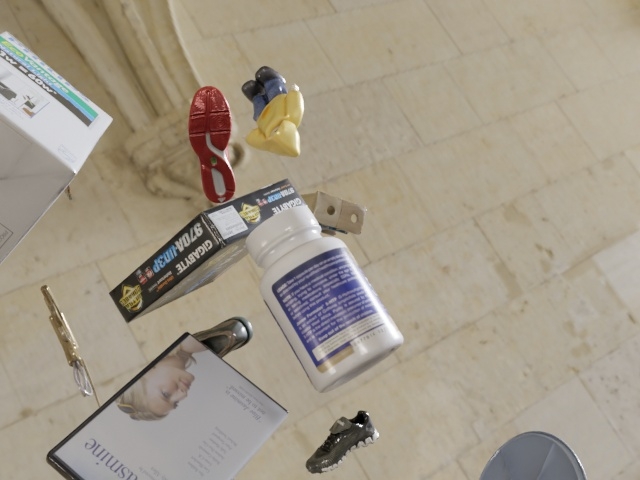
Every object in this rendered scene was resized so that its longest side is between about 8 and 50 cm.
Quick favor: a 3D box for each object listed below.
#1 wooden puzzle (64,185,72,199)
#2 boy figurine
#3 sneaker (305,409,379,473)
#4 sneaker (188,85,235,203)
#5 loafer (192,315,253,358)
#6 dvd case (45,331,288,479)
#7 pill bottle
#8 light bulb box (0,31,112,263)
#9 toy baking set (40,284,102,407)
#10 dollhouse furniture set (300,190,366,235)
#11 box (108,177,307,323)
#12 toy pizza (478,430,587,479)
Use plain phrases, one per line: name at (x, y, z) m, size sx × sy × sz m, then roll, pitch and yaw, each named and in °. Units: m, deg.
wooden puzzle at (-0.579, -0.124, 1.781) m, size 0.006 × 0.083 × 0.049 m, roll -21°, pitch -44°, yaw -25°
boy figurine at (-0.111, -0.274, 1.777) m, size 0.177 × 0.285 × 0.092 m, roll -39°, pitch -51°, yaw 20°
sneaker at (0.049, 0.516, 2.044) m, size 0.234 × 0.106 × 0.078 m, roll -24°, pitch 20°, yaw -32°
sneaker at (-0.219, -0.190, 1.518) m, size 0.086 × 0.221 × 0.128 m, roll -5°, pitch 16°, yaw -16°
loafer at (-0.276, 0.258, 1.822) m, size 0.267 × 0.096 × 0.084 m, roll -35°, pitch -4°, yaw 27°
dvd case at (-0.179, 0.239, 0.963) m, size 0.253 × 0.180 × 0.022 m, roll -43°, pitch -15°, yaw -44°
pill bottle at (-0.002, 0.060, 0.859) m, size 0.112 × 0.187 × 0.112 m, roll -29°, pitch -14°, yaw -8°
light bulb box at (-0.527, -0.092, 1.166) m, size 0.358 × 0.225 × 0.361 m, roll -46°, pitch 19°, yaw 11°
toy baking set at (-0.478, 0.210, 1.489) m, size 0.030 × 0.256 × 0.196 m, roll -24°, pitch 17°, yaw -15°
dollhouse furniture set at (0.000, 0.000, 1.741) m, size 0.128 × 0.184 × 0.129 m, roll 17°, pitch -8°, yaw -27°
box at (-0.144, 0.013, 1.002) m, size 0.220 × 0.051 × 0.175 m, roll -36°, pitch -5°, yaw 36°
toy pizza at (0.257, 0.335, 0.954) m, size 0.032 × 0.201 × 0.201 m, roll 22°, pitch -42°, yaw -23°
